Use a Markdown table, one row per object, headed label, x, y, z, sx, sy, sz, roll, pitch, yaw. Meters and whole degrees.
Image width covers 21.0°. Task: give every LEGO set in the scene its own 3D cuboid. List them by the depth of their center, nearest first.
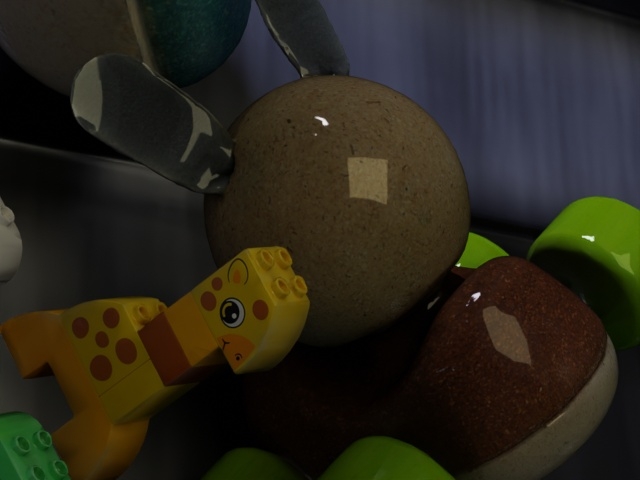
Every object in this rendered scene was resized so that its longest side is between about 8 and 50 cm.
| label | x | y | z | sx | sy | sz | roll | pitch | yaw |
| --- | --- | --- | --- | --- | --- | --- | --- | --- | --- |
| LEGO set | -0.043 | 0.055 | 0.481 | 0.227 | 0.093 | 0.087 | 59 | 26 | 12 |

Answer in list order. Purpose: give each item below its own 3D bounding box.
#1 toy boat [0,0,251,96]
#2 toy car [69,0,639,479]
| label | x | y | z | sx | sy | sz | roll | pitch | yaw |
| --- | --- | --- | --- | --- | --- | --- | --- | --- | --- |
| toy boat | -0.068 | -0.219 | 0.628 | 0.148 | 0.267 | 0.318 | -9 | 40 | 3 |
| toy car | 0.000 | 0.000 | 0.573 | 0.155 | 0.149 | 0.188 | -45 | 107 | -32 |
